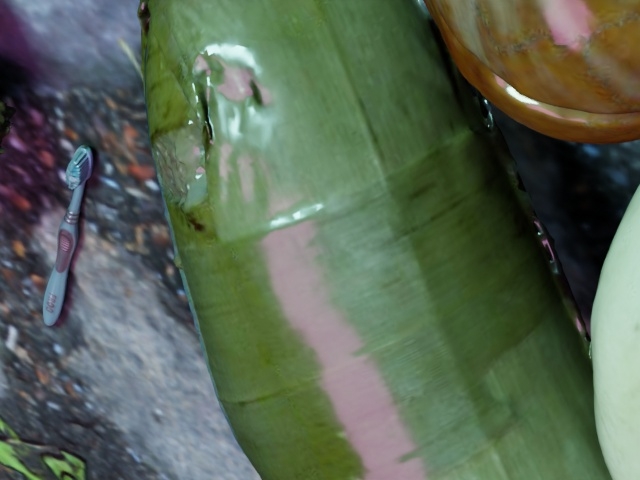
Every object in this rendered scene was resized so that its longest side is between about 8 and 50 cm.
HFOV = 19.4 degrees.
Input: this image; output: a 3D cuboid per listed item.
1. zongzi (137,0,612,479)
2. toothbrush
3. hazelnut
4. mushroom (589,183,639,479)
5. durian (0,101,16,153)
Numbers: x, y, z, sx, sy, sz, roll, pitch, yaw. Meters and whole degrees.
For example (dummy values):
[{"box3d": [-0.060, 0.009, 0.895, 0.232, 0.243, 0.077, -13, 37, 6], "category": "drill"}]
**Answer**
[{"box3d": [0.000, 0.000, 0.989, 0.393, 0.174, 0.356, -159, 46, -77], "category": "zongzi"}, {"box3d": [-0.161, 0.003, 1.179, 0.013, 0.019, 0.193, 27, 143, 5], "category": "toothbrush"}, {"box3d": [0.115, -0.129, 0.738, 0.182, 0.182, 0.182, 18, 140, 16], "category": "hazelnut"}, {"box3d": [0.216, 0.043, 0.815, 0.246, 0.246, 0.202, 50, 164, -22], "category": "mushroom"}, {"box3d": [-0.268, -0.102, 1.049, 0.196, 0.167, 0.196, 19, 120, 37], "category": "durian"}]
